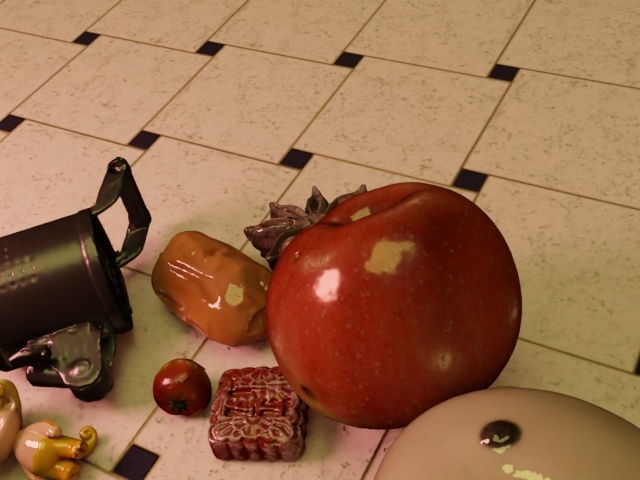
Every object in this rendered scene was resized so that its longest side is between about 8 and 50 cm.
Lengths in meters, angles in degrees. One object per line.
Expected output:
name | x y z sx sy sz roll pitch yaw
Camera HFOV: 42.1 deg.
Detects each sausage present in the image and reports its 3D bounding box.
sausage | -0.166 0.072 1.303 0.136 0.120 0.241 -30 47 -34

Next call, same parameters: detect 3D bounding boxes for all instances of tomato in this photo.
tomato | -0.199 0.209 1.200 0.087 0.087 0.075 -1 44 9

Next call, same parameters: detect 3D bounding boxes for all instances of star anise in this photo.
star anise | 0.000 0.001 1.356 0.223 0.109 0.236 6 34 23

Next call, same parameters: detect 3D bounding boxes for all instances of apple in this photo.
apple | 0.094 0.080 1.088 0.348 0.277 0.348 -19 14 5

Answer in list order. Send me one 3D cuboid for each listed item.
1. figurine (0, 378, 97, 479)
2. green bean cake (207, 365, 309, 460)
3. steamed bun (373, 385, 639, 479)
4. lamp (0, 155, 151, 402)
figurine | -0.447 0.269 1.170 0.246 0.131 0.156 21 92 9
green bean cake | -0.085 0.240 1.168 0.135 0.056 0.135 -1 46 7
steamed bun | 0.230 0.317 0.861 0.374 0.334 0.334 27 56 27
lamp | -0.430 0.069 1.290 0.272 0.205 0.374 -2 56 3
